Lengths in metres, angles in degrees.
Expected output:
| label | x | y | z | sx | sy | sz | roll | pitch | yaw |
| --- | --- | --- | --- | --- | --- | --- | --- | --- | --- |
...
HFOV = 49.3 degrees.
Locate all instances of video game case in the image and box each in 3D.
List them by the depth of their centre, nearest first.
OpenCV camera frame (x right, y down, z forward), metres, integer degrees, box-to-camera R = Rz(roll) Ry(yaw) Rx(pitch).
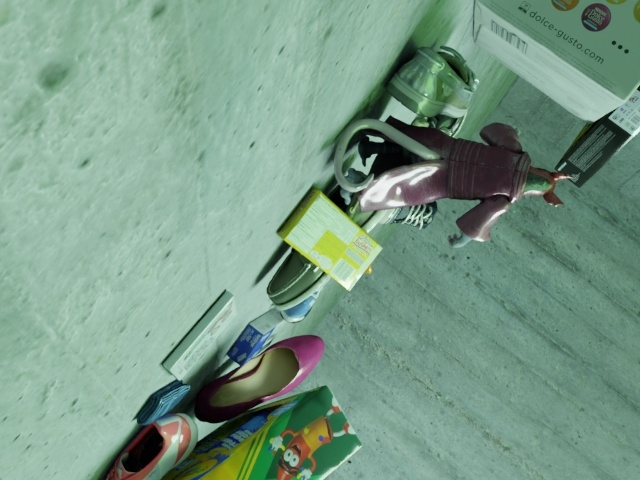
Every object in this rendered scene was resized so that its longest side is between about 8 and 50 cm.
| label | x | y | z | sx | sy | sz | roll | pitch | yaw |
| --- | --- | --- | --- | --- | --- | --- | --- | --- | --- |
| video game case | -0.199 | 0.164 | 1.181 | 0.157 | 0.019 | 0.143 | -50 | 172 | -17 |

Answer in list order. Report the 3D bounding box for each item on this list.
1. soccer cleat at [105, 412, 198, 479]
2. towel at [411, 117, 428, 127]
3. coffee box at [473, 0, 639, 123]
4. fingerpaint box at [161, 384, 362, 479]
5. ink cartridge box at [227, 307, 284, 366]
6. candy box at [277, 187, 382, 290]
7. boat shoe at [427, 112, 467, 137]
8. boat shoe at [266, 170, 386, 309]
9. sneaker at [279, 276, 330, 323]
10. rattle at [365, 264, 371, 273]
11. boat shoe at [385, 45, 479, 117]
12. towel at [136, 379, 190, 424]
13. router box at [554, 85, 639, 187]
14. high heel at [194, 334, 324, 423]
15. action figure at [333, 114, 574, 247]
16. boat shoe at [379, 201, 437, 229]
| label | x | y | z | sx | sy | sz | roll | pitch | yaw |
| --- | --- | --- | --- | --- | --- | --- | --- | --- | --- |
| soccer cleat | -0.362 | 0.452 | 1.299 | 0.318 | 0.108 | 0.116 | -51 | 152 | 2 |
| towel | 0.228 | -0.255 | 1.734 | 0.110 | 0.027 | 0.148 | -56 | 171 | 16 |
| coffee box | 0.540 | -0.480 | 1.394 | 0.334 | 0.337 | 0.338 | -53 | 172 | 9 |
| fingerpaint box | -0.191 | 0.503 | 1.515 | 0.371 | 0.163 | 0.445 | -29 | 178 | -39 |
| ink cartridge box | -0.145 | 0.226 | 1.664 | 0.097 | 0.046 | 0.207 | -55 | 172 | 13 |
| candy box | 0.021 | 0.002 | 1.249 | 0.105 | 0.027 | 0.206 | -53 | 131 | -4 |
| boat shoe | 0.312 | -0.288 | 1.861 | 0.233 | 0.084 | 0.079 | -54 | 173 | 33 |
| boat shoe | -0.002 | -0.002 | 1.321 | 0.305 | 0.091 | 0.109 | -47 | -145 | -2 |
| sneaker | -0.036 | 0.113 | 1.717 | 0.211 | 0.080 | 0.081 | -58 | 171 | -37 |
| rattle | 0.120 | -0.021 | 1.777 | 0.199 | 0.142 | 0.130 | -31 | 140 | -53 |
| boat shoe | 0.216 | -0.289 | 1.227 | 0.103 | 0.118 | 0.320 | -55 | 164 | 27 |
| towel | -0.279 | 0.290 | 1.242 | 0.067 | 0.029 | 0.119 | -53 | 172 | 10 |
| router box | 0.686 | -0.290 | 1.574 | 0.243 | 0.081 | 0.309 | -47 | 172 | -31 |
| high heel | -0.126 | 0.325 | 1.670 | 0.377 | 0.127 | 0.181 | -32 | 173 | -25 |
| action figure | 0.235 | -0.134 | 1.173 | 0.276 | 0.370 | 0.248 | 47 | 53 | -69 |
| boat shoe | 0.245 | -0.091 | 1.910 | 0.127 | 0.158 | 0.340 | -56 | -179 | 22 |
